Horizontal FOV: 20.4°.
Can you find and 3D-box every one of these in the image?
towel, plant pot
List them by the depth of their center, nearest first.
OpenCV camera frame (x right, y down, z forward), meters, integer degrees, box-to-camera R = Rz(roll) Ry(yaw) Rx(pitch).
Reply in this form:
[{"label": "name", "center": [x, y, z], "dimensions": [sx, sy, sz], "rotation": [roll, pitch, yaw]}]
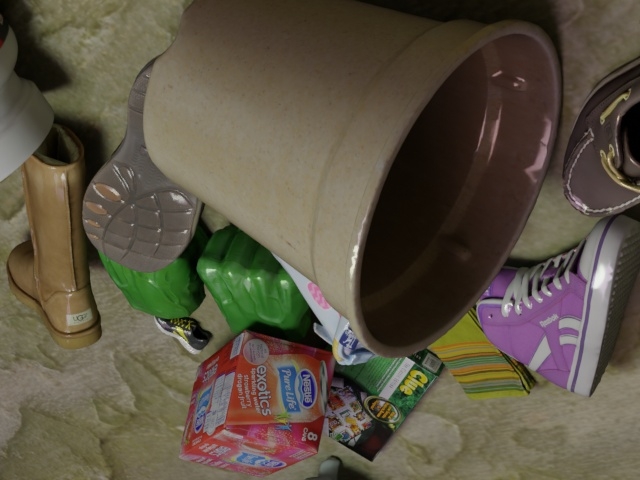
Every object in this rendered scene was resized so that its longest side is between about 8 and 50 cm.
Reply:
[{"label": "plant pot", "center": [0.012, -0.103, 1.694], "dimensions": [0.305, 0.334, 0.333], "rotation": [27, 146, 27]}, {"label": "towel", "center": [0.145, 0.098, 2.050], "dimensions": [0.102, 0.021, 0.237], "rotation": [-15, 123, 46]}]

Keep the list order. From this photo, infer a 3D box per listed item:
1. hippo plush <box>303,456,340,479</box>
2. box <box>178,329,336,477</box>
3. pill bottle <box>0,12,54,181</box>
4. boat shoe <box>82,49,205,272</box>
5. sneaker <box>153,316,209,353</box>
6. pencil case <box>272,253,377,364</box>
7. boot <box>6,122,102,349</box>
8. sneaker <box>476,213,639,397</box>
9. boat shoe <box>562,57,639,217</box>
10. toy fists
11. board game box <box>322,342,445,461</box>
[{"label": "hippo plush", "center": [0.027, 0.440, 2.367], "dimensions": [0.236, 0.234, 0.294], "rotation": [37, 145, -6]}, {"label": "box", "center": [-0.080, 0.205, 2.188], "dimensions": [0.123, 0.128, 0.257], "rotation": [16, 162, -13]}, {"label": "pill bottle", "center": [-0.468, -0.230, 1.972], "dimensions": [0.210, 0.210, 0.363], "rotation": [-7, 129, 43]}, {"label": "boat shoe", "center": [-0.158, -0.096, 1.959], "dimensions": [0.132, 0.130, 0.355], "rotation": [34, 139, 1]}, {"label": "sneaker", "center": [-0.179, 0.112, 2.316], "dimensions": [0.083, 0.031, 0.035], "rotation": [38, 131, -14]}, {"label": "pencil case", "center": [0.000, 0.000, 1.868], "dimensions": [0.273, 0.113, 0.124], "rotation": [55, 140, 27]}, {"label": "boot", "center": [-0.336, -0.031, 2.208], "dimensions": [0.236, 0.089, 0.269], "rotation": [41, 142, 47]}, {"label": "sneaker", "center": [0.238, 0.053, 1.859], "dimensions": [0.161, 0.102, 0.282], "rotation": [27, 145, 15]}, {"label": "boat shoe", "center": [0.306, -0.102, 1.618], "dimensions": [0.117, 0.096, 0.324], "rotation": [36, 145, -5]}, {"label": "toy fists", "center": [-0.138, 0.033, 2.133], "dimensions": [0.279, 0.096, 0.142], "rotation": [14, 152, 23]}, {"label": "board game box", "center": [0.052, 0.182, 2.218], "dimensions": [0.136, 0.030, 0.259], "rotation": [34, 145, 2]}]
